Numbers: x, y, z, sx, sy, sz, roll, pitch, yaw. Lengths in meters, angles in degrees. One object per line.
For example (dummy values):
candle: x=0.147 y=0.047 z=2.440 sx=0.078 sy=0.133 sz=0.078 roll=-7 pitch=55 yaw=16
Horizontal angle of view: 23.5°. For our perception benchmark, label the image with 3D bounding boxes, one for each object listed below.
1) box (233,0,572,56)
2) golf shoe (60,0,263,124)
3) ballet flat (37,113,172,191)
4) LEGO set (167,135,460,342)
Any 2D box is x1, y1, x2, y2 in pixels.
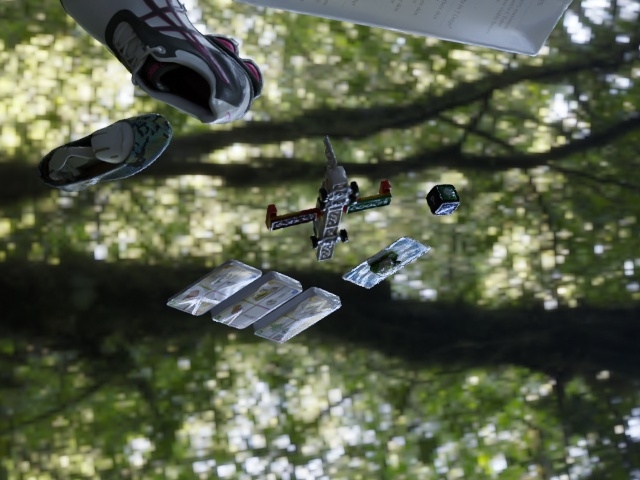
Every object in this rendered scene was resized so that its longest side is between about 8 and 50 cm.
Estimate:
box: x=0.096 y=-0.341 z=1.545 sx=0.215 sy=0.345 sz=0.168 roll=119 pitch=-28 yaw=-46
golf shoe: x=-0.194 y=-0.231 z=1.770 sx=0.273 sy=0.120 sz=0.105 roll=33 pitch=-64 yaw=3
ballet flat: x=-0.256 y=-0.100 z=1.779 sx=0.188 sy=0.070 sz=0.070 roll=-23 pitch=-106 yaw=34
LEGO set: x=0.000 y=0.000 z=1.387 sx=0.244 sy=0.182 sz=0.060 roll=-33 pitch=-121 yaw=23
